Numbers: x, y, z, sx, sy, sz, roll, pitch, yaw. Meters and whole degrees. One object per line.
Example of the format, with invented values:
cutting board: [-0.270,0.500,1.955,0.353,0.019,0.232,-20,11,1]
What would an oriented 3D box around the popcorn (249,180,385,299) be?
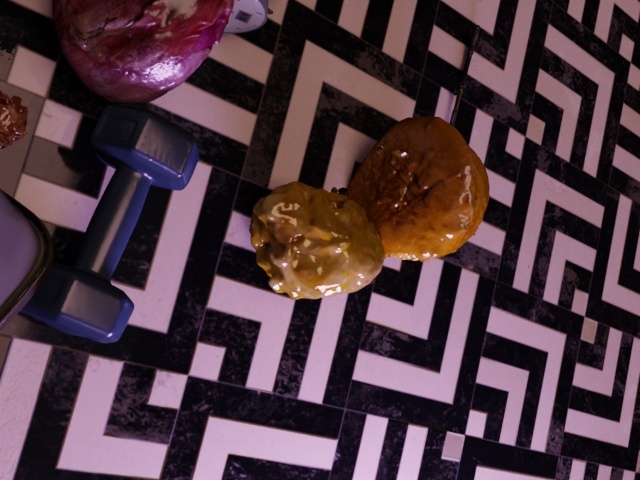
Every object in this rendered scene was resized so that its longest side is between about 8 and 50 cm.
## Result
popcorn: [0.002,0.004,1.253,0.253,0.190,0.191,3,95,-40]

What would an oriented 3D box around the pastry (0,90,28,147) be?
pastry: [-0.456,-0.184,0.990,0.169,0.063,0.087,29,71,-32]

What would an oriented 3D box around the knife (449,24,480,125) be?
knife: [0.290,-0.333,1.561,0.021,0.045,0.222,16,82,3]

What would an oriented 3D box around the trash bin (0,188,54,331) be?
trash bin: [-0.455,-0.017,0.853,0.219,0.250,0.220,31,67,7]

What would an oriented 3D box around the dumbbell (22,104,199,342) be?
dumbbell: [-0.291,-0.024,1.064,0.160,0.144,0.325,29,73,-31]

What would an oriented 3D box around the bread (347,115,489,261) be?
bread: [0.182,-0.085,1.361,0.145,0.268,0.269,6,87,-53]

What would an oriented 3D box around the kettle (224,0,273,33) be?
kettle: [-0.118,-0.459,1.183,0.210,0.160,0.243,16,75,-26]

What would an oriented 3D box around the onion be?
onion: [-0.235,-0.324,1.023,0.283,0.120,0.227,-29,91,10]
